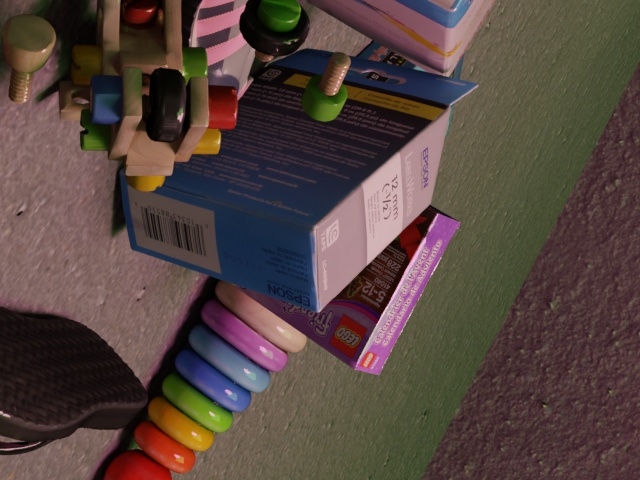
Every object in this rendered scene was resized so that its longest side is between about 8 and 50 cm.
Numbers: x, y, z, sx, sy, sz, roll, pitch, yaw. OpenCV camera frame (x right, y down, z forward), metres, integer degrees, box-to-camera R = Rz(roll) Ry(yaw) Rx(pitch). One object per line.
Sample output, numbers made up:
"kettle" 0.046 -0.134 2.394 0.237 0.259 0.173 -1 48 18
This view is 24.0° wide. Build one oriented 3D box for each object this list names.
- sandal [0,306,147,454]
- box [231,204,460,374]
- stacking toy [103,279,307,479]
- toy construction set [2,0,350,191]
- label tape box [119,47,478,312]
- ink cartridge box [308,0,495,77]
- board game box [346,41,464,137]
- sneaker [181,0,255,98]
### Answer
"sandal" -0.295 0.147 1.441 0.107 0.167 0.446 -44 162 5
"box" 0.000 0.000 1.766 0.057 0.293 0.201 19 100 -53
"stacking toy" -0.167 0.213 1.940 0.330 0.141 0.141 -52 161 -2
"toy construction set" -0.186 -0.121 1.277 0.308 0.257 0.237 -22 155 -31
"label tape box" -0.013 -0.082 1.650 0.347 0.249 0.115 -40 137 -45
"ink cartridge box" 0.107 -0.332 1.632 0.198 0.197 0.270 -59 173 -6
"board game box" 0.080 -0.157 2.080 0.336 0.079 0.254 -47 157 -35
"sneaker" -0.095 -0.250 1.421 0.131 0.112 0.319 -29 152 -40
